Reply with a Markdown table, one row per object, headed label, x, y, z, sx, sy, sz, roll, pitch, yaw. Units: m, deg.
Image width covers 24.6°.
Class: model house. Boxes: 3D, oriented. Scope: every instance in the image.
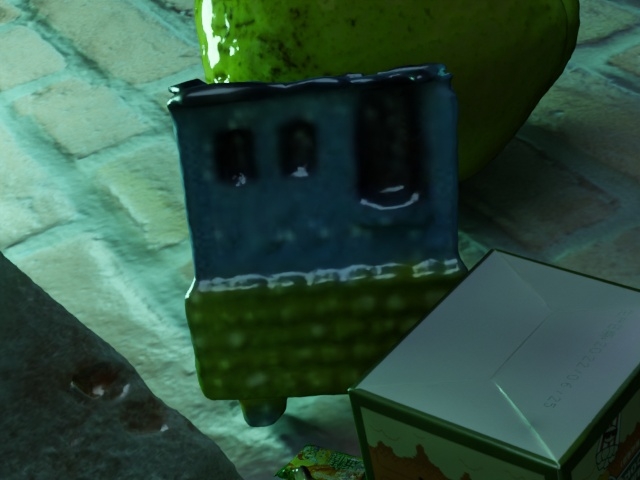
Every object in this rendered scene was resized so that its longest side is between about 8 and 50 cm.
| label | x | y | z | sx | sy | sz | roll | pitch | yaw |
| --- | --- | --- | --- | --- | --- | --- | --- | --- | --- |
| model house | 0.000 | 0.000 | 1.222 | 0.237 | 0.303 | 0.215 | -4 | 14 | 0 |

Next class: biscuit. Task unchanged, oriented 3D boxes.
| label | x | y | z | sx | sy | sz | roll | pitch | yaw |
| --- | --- | --- | --- | --- | --- | --- | --- | --- | --- |
| biscuit | 0.011 | 0.185 | 1.172 | 0.089 | 0.016 | 0.046 | 9 | 38 | 33 |

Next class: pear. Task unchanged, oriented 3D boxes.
| label | x | y | z | sx | sy | sz | roll | pitch | yaw |
| --- | --- | --- | --- | --- | --- | --- | --- | --- | --- |
| pear | 0.073 | -0.216 | 1.462 | 0.391 | 0.391 | 0.391 | -10 | 31 | 6 |

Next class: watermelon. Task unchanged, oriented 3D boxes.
| label | x | y | z | sx | sy | sz | roll | pitch | yaw |
| --- | --- | --- | --- | --- | --- | --- | --- | --- | --- |
| watermelon | -0.162 | 0.199 | 0.981 | 0.258 | 0.387 | 0.228 | -5 | -8 | -17 |

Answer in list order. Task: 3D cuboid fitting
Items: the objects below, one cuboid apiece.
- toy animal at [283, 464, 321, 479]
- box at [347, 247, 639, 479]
| label | x | y | z | sx | sy | sz | roll | pitch | yaw |
| --- | --- | --- | --- | --- | --- | --- | --- | --- | --- |
| toy animal | 0.023 | 0.234 | 1.035 | 0.101 | 0.103 | 0.218 | -16 | 25 | -38 |
| box | 0.154 | 0.132 | 1.074 | 0.177 | 0.148 | 0.195 | 17 | 42 | 35 |
